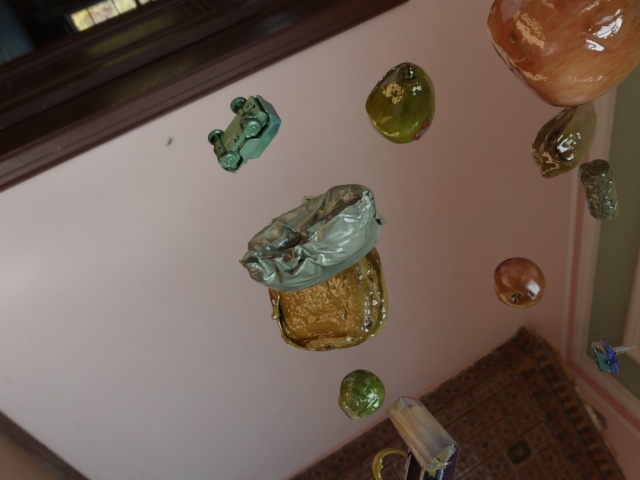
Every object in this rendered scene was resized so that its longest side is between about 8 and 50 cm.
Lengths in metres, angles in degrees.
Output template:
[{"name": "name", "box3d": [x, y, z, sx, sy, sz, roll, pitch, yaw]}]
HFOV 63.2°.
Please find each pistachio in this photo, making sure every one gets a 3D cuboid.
[{"name": "pistachio", "box3d": [0.785, -0.321, 1.657, 0.163, 0.260, 0.213, 40, -15, 31]}]

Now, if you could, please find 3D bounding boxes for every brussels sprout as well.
[{"name": "brussels sprout", "box3d": [0.124, 0.475, 1.610, 0.155, 0.155, 0.117, 59, -12, 11]}]

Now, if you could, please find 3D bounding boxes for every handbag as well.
[{"name": "handbag", "box3d": [0.226, 0.433, 1.154, 0.173, 0.095, 0.117, 48, 12, 34]}]

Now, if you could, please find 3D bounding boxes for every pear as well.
[{"name": "pear", "box3d": [0.333, -0.565, 2.094, 0.287, 0.287, 0.375, 57, -16, 24]}]

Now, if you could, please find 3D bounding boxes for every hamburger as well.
[{"name": "hamburger", "box3d": [0.015, 0.117, 1.255, 0.319, 0.318, 0.158, 60, 20, 7]}]

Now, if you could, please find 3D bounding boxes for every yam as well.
[{"name": "yam", "box3d": [0.723, -0.128, 1.348, 0.179, 0.078, 0.078, 54, -4, -37]}]

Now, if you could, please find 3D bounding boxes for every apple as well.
[{"name": "apple", "box3d": [0.640, -0.541, 1.329, 0.391, 0.346, 0.392, 40, 29, -27]}, {"name": "apple", "box3d": [0.755, 0.168, 1.986, 0.201, 0.201, 0.162, 71, 25, -44]}]

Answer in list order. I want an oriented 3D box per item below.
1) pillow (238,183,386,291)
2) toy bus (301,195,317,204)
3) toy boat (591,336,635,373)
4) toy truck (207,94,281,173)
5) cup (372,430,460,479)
[{"name": "pillow", "box3d": [0.000, 0.000, 1.013, 0.138, 0.283, 0.310, 62, 3, 13]}, {"name": "toy bus", "box3d": [0.011, -0.140, 2.169, 0.088, 0.174, 0.101, -164, -105, -77]}, {"name": "toy boat", "box3d": [0.813, 0.309, 1.439, 0.175, 0.110, 0.091, -12, 87, -70]}, {"name": "toy truck", "box3d": [-0.271, -0.376, 1.850, 0.156, 0.279, 0.155, 14, 37, -46]}, {"name": "cup", "box3d": [0.326, 0.770, 1.737, 0.178, 0.254, 0.257, -151, -112, -71]}]
